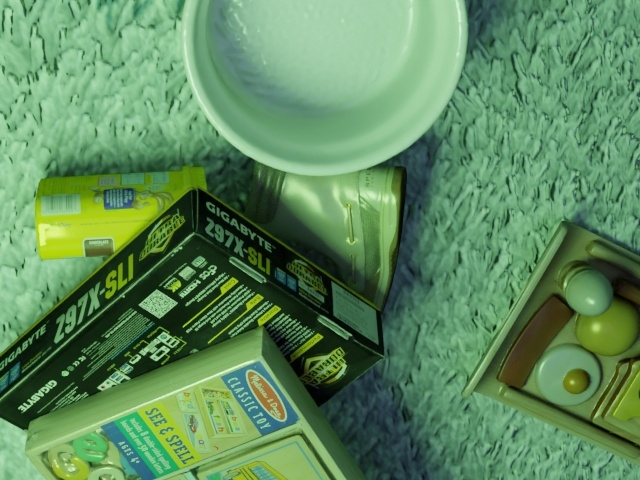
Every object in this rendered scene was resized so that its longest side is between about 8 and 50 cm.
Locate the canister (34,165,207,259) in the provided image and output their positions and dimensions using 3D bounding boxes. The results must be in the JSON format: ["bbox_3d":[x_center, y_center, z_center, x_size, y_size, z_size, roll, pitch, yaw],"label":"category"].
[{"bbox_3d":[-0.199,-0.027,1.679,0.170,0.126,0.073,-3,108,-5],"label":"canister"}]

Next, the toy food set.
[{"bbox_3d":[0.334,0.135,1.828,0.306,0.092,0.220,26,102,-15],"label":"toy food set"}]

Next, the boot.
[{"bbox_3d":[0.000,0.000,1.740,0.165,0.077,0.213,9,131,4],"label":"boot"}]

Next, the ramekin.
[{"bbox_3d":[-0.003,-0.213,1.643,0.277,0.135,0.277,-2,107,-8],"label":"ramekin"}]

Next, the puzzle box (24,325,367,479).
[{"bbox_3d":[-0.081,0.291,1.718,0.272,0.052,0.409,-24,121,15],"label":"puzzle box"}]

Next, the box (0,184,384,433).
[{"bbox_3d":[-0.138,0.120,1.681,0.257,0.079,0.322,33,121,-31],"label":"box"}]
